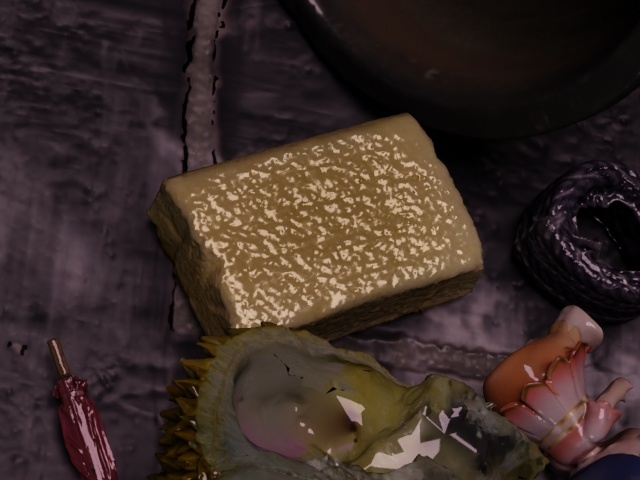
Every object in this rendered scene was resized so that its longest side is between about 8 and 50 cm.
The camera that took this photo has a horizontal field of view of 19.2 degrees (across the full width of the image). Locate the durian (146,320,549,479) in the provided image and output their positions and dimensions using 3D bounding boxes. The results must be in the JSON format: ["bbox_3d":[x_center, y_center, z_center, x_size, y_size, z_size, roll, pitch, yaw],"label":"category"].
[{"bbox_3d":[0.026,0.141,1.088,0.306,0.166,0.172,31,66,-25],"label":"durian"}]

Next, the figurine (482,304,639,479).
[{"bbox_3d":[0.173,0.147,1.174,0.102,0.111,0.195,-28,73,-43],"label":"figurine"}]

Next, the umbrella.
[{"bbox_3d":[-0.134,0.135,1.125,0.027,0.025,0.165,-7,70,-39],"label":"umbrella"}]

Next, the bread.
[{"bbox_3d":[0.001,0.000,1.200,0.188,0.068,0.125,-18,72,-23],"label":"bread"}]

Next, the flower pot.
[{"bbox_3d":[0.156,-0.264,1.251,0.251,0.379,0.379,-23,73,-47],"label":"flower pot"}]

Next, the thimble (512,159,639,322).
[{"bbox_3d":[0.187,0.001,1.255,0.104,0.066,0.095,26,63,-7],"label":"thimble"}]
